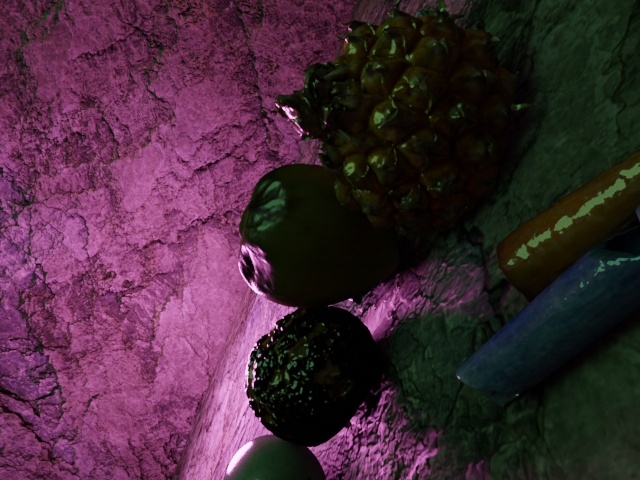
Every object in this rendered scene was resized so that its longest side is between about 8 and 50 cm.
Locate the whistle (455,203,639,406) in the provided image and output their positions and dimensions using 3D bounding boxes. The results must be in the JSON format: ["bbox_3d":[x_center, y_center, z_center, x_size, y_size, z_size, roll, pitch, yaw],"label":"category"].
[{"bbox_3d":[0.223,0.051,0.416,0.062,0.062,0.304,-86,21,-49],"label":"whistle"}]

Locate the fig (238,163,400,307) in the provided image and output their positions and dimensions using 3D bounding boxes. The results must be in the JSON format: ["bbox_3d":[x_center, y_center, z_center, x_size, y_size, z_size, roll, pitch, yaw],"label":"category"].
[{"bbox_3d":[0.000,0.000,0.820,0.239,0.270,0.240,-163,90,-84],"label":"fig"}]

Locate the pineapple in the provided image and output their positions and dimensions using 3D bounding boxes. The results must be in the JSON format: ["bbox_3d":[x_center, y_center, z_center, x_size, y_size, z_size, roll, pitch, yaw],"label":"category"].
[{"bbox_3d":[0.105,-0.170,0.643,0.209,0.286,0.345,-3,86,60],"label":"pineapple"}]

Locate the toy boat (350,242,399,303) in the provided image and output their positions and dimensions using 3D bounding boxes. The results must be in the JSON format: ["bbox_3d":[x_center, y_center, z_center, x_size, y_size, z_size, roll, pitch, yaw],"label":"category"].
[{"bbox_3d":[0.090,0.014,0.924,0.102,0.088,0.215,-28,43,65],"label":"toy boat"}]

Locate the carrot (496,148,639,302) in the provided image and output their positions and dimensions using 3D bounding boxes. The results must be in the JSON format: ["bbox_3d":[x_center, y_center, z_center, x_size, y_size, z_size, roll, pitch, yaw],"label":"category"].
[{"bbox_3d":[0.243,-0.026,0.439,0.205,0.072,0.072,-54,20,42],"label":"carrot"}]

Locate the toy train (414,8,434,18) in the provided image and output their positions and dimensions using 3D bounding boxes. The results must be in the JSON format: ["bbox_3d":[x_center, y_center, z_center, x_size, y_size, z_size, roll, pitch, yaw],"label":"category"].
[{"bbox_3d":[0.206,-0.319,0.921,0.154,0.115,0.269,-52,21,28],"label":"toy train"}]

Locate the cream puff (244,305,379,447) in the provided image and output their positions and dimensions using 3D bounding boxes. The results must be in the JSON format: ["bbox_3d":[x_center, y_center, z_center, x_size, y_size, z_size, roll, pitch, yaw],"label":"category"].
[{"bbox_3d":[-0.021,0.211,0.827,0.239,0.165,0.239,-43,14,13],"label":"cream puff"}]

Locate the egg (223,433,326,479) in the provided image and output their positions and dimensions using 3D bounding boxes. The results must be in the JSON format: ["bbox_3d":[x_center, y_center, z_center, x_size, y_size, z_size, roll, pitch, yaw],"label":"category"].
[{"bbox_3d":[-0.076,0.410,0.817,0.236,0.169,0.169,149,139,-67],"label":"egg"}]
